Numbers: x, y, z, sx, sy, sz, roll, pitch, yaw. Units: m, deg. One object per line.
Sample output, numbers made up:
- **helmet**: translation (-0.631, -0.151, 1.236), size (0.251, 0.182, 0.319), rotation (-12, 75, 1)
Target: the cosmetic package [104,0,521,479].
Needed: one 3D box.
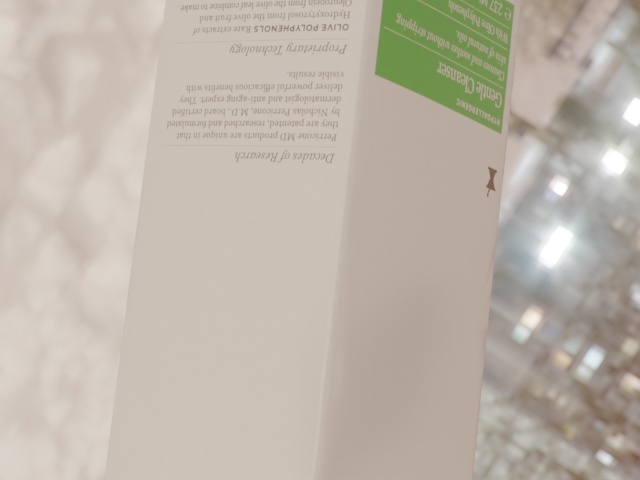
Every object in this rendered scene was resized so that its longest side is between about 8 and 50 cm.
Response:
- **cosmetic package**: translation (0.000, 0.000, 1.202), size (0.197, 0.155, 0.365), rotation (15, 78, -58)
